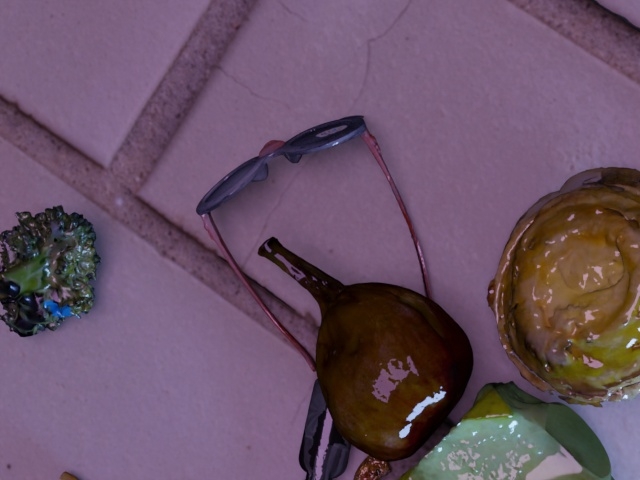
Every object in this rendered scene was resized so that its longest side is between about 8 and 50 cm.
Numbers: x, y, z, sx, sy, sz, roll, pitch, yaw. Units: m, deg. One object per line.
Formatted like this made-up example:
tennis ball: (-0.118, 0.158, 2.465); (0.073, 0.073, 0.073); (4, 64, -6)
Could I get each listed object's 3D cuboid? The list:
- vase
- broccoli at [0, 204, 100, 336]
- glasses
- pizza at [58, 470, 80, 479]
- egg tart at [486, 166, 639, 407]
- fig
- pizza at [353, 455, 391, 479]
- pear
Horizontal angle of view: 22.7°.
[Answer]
vase: (0.001, 0.272, 1.896); (0.059, 0.060, 0.211); (11, 87, 12)
broccoli: (-0.345, 0.041, 1.936); (0.167, 0.160, 0.155); (-22, 99, 28)
glasses: (0.000, 0.000, 1.931); (0.234, 0.118, 0.268); (-27, 102, 8)
pizza: (-0.311, 0.375, 1.964); (0.130, 0.041, 0.178); (-12, 84, 12)
egg tart: (0.306, 0.045, 1.794); (0.278, 0.095, 0.279); (-13, 67, 32)
fig: (0.049, 0.106, 1.804); (0.190, 0.190, 0.290); (-37, 98, 7)
pizza: (0.062, 0.279, 1.906); (0.037, 0.016, 0.083); (33, 91, 6)
pear: (0.217, 0.330, 1.794); (0.286, 0.176, 0.282); (-45, 81, 7)
